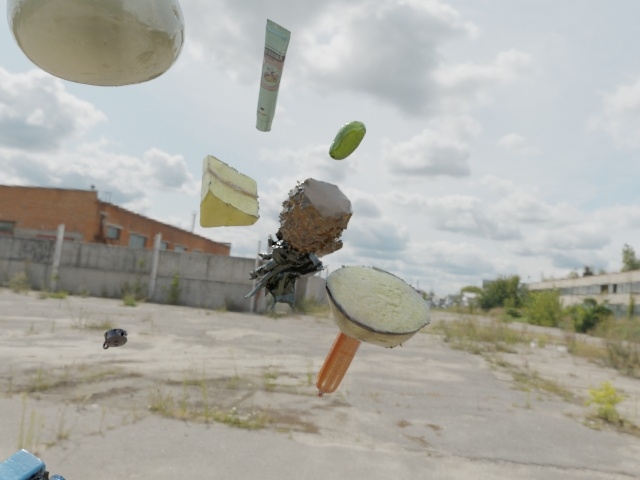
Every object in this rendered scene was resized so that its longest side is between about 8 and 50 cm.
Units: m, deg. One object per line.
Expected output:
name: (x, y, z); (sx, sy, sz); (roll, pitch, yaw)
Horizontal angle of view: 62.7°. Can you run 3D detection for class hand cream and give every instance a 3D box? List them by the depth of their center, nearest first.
hand cream: (-0.142, -0.465, 1.517); (0.085, 0.331, 0.058); (37, 46, 18)

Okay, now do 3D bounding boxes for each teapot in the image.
teapot: (-0.615, 0.298, 1.571); (0.100, 0.045, 0.068); (-35, -39, 14)

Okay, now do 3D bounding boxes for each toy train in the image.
toy train: (-0.893, 0.801, 1.568); (0.265, 0.300, 0.188); (22, 23, 19)

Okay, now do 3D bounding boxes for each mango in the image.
mango: (0.082, -0.328, 1.712); (0.074, 0.165, 0.091); (32, -22, 38)

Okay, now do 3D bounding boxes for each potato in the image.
potato: (0.117, 0.168, 1.268); (0.299, 0.116, 0.239); (-2, 45, -46)

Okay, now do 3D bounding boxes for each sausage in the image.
sausage: (0.066, 0.427, 1.880); (0.093, 0.312, 0.093); (24, 10, -4)

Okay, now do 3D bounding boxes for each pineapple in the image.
pineapple: (-0.056, 0.025, 1.219); (0.165, 0.165, 0.364); (8, -48, -26)

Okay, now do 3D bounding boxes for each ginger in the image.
ginger: (0.000, 0.000, 1.630); (0.103, 0.073, 0.162); (30, -26, -22)

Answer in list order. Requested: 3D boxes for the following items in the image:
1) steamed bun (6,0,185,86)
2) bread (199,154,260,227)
steamed bun: (-0.434, -0.416, 1.040); (0.324, 0.206, 0.324); (6, 26, -3)
bread: (-0.352, -0.201, 2.074); (0.236, 0.263, 0.198); (3, -45, -14)
